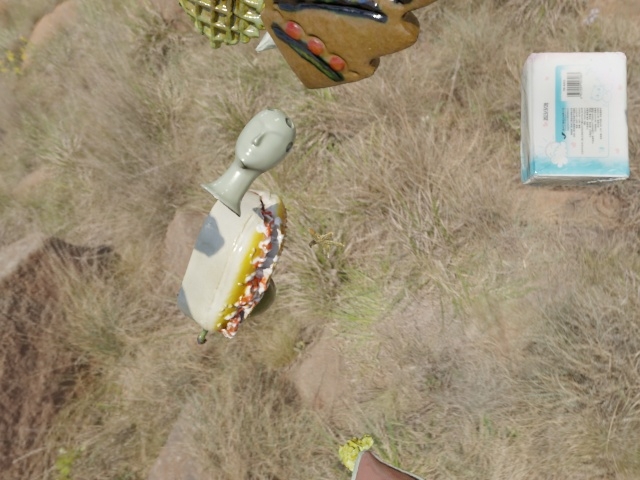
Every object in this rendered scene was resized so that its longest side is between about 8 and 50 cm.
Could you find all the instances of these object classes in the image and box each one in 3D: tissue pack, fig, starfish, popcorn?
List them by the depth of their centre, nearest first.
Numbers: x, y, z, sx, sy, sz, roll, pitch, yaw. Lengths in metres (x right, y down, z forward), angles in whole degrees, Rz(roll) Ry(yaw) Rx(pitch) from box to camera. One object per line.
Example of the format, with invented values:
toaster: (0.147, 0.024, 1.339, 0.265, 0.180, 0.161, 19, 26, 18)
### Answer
starfish: (0.000, 0.000, 1.015, 0.092, 0.086, 0.016, -22, 40, 50)
popcorn: (0.075, 0.417, 1.016, 0.083, 0.068, 0.059, -54, 25, 3)
tissue pack: (0.532, -0.253, 1.090, 0.202, 0.124, 0.270, 2, 86, 5)
fig: (-0.247, 0.167, 1.392, 0.259, 0.151, 0.151, -31, 58, -3)

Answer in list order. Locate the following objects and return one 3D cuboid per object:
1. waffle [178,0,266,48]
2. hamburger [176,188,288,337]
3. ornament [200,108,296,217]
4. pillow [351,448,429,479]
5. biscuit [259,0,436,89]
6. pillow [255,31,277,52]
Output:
waffle: (-0.184, -0.461, 0.936, 0.208, 0.214, 0.054, -12, 41, 32)
hamburger: (-0.160, 0.039, 0.980, 0.152, 0.227, 0.295, 20, 115, -4)
ornament: (-0.095, -0.116, 0.724, 0.075, 0.081, 0.156, 38, 86, 6)
pillow: (0.106, 0.366, 0.618, 0.179, 0.075, 0.171, 17, 57, 12)
biscuit: (0.014, -0.277, 0.567, 0.278, 0.301, 0.043, 27, 59, 9)
pillow: (-0.003, -0.367, 0.794, 0.229, 0.050, 0.128, -21, 21, 44)
